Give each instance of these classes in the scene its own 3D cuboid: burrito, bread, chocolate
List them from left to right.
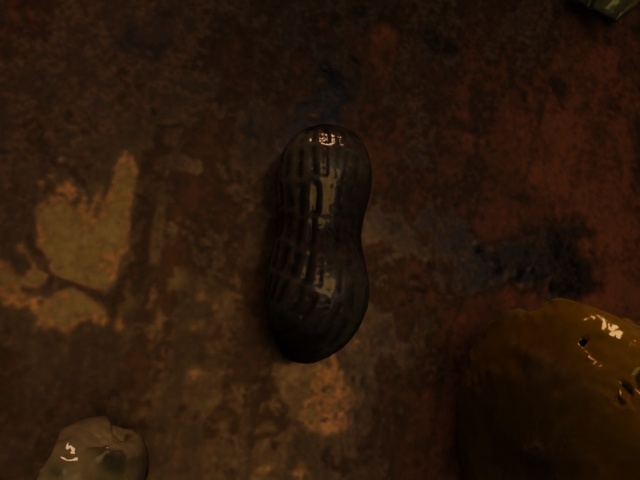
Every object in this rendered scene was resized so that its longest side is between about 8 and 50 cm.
[{"bbox_3d":[0.000,0.000,0.449,0.072,0.072,0.167,9,74,-14],"label":"chocolate"},{"bbox_3d":[0.270,-0.243,0.590,0.074,0.044,0.118,30,69,-13],"label":"burrito"},{"bbox_3d":[0.196,0.136,0.428,0.170,0.197,0.197,5,78,-28],"label":"bread"}]

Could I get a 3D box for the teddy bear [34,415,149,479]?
[{"bbox_3d":[-0.100,0.232,0.253,0.362,0.375,0.327,10,47,3],"label":"teddy bear"}]
